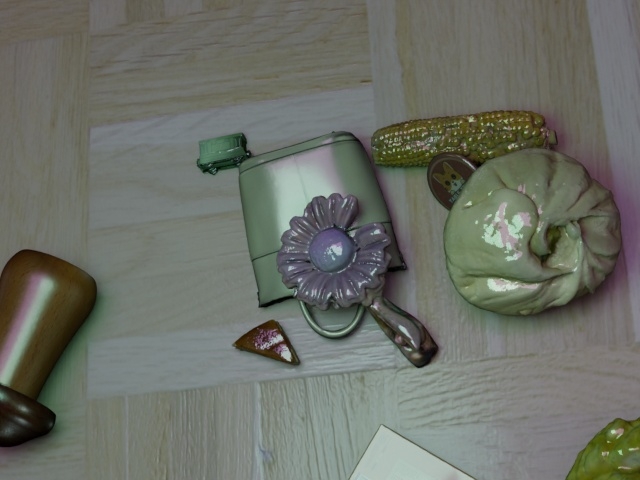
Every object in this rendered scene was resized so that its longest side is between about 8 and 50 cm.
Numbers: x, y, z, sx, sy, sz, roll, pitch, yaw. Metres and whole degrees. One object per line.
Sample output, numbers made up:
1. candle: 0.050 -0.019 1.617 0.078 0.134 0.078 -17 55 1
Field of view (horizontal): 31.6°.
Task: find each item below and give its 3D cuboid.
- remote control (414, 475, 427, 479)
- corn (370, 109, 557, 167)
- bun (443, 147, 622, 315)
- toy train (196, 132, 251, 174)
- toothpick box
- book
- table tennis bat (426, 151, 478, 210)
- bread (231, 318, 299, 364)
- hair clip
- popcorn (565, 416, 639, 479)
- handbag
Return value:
1. remote control: 0.079 0.414 1.625 0.244 0.047 0.087 -35 65 -3
2. corn: 0.222 -0.157 1.761 0.288 0.086 0.086 -3 71 13
3. bun: 0.309 -0.013 1.627 0.259 0.160 0.259 0 88 -6
4. toy train: -0.161 -0.144 1.868 0.093 0.038 0.056 -11 68 9
5. toothpick box: -0.468 0.171 1.757 0.192 0.192 0.294 16 71 17
6. book: 0.130 0.352 1.604 0.172 0.012 0.118 29 79 19
7. table tennis bat: 0.261 -0.091 1.762 0.170 0.107 0.119 45 52 7
8. bread: -0.079 0.153 1.748 0.109 0.043 0.062 12 77 17
9. hair clip: 0.063 0.069 1.684 0.173 0.069 0.300 -44 86 4
10. popcorn: 0.439 0.313 1.472 0.195 0.255 0.256 38 90 22
11. handbag: 0.000 0.000 1.778 0.241 0.109 0.315 -16 83 8
